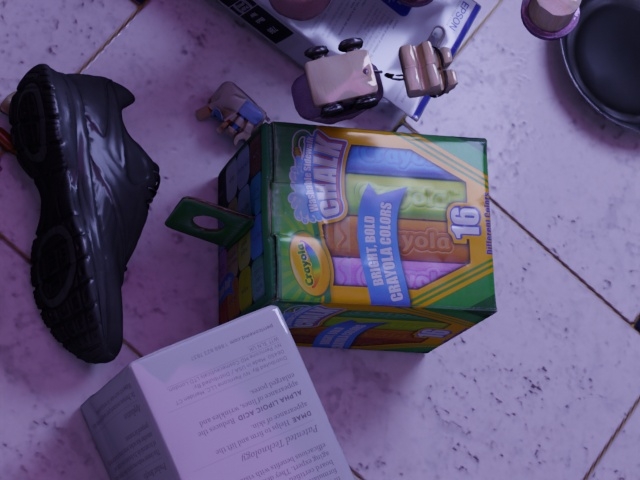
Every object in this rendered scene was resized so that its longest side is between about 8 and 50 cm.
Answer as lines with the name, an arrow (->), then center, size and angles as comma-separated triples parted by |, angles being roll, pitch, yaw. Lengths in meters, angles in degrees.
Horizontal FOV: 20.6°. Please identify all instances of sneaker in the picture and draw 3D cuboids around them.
sneaker -> -0.206, -0.028, 1.661 | 0.130, 0.109, 0.286 | -2, 83, -39

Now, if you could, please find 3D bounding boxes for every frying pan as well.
frying pan -> 0.291, -0.235, 1.922 | 0.326, 0.053, 0.197 | 26, 68, -9

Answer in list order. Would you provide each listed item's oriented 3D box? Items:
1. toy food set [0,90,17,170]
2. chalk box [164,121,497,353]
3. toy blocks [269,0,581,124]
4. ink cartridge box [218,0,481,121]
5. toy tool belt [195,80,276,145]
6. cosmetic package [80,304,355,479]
toy food set -> -0.306, -0.104, 1.691 | 0.122, 0.019, 0.077 | -8, 78, -29
chalk box -> 0.000, 0.000, 1.683 | 0.289, 0.180, 0.179 | 3, 74, -18
toy blocks -> 0.084, -0.257, 1.686 | 0.289, 0.260, 0.308 | -12, 79, -6
ink cartridge box -> -0.005, -0.272, 1.805 | 0.333, 0.065, 0.165 | 37, 66, -15
toy tool belt -> -0.081, -0.117, 1.763 | 0.083, 0.052, 0.051 | 43, 97, -1
cosmetic package -> -0.056, 0.275, 1.565 | 0.156, 0.217, 0.385 | -23, 85, -24
